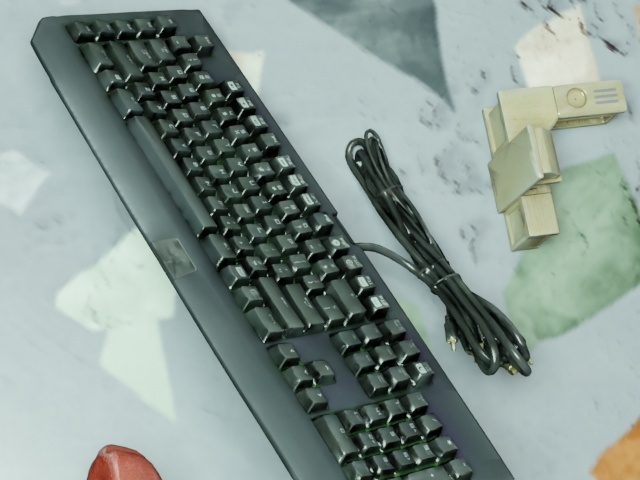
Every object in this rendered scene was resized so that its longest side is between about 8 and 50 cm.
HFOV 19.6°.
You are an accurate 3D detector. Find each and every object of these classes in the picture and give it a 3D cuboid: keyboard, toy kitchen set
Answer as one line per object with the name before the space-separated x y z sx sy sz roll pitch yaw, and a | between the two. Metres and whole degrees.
keyboard | 0.000 0.000 0.927 0.201 0.033 0.317 -5 53 -46
toy kitchen set | 0.138 -0.046 1.008 0.075 0.068 0.083 -7 77 -14

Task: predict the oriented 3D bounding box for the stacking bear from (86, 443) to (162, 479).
stacking bear | 0.040 0.200 0.876 0.289 0.175 0.164 5 100 -21
